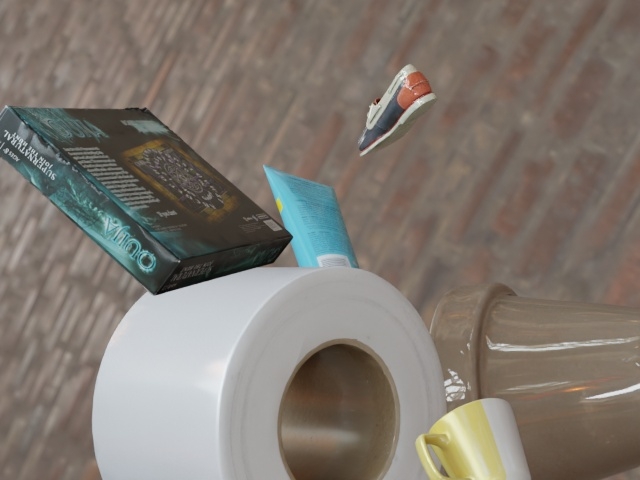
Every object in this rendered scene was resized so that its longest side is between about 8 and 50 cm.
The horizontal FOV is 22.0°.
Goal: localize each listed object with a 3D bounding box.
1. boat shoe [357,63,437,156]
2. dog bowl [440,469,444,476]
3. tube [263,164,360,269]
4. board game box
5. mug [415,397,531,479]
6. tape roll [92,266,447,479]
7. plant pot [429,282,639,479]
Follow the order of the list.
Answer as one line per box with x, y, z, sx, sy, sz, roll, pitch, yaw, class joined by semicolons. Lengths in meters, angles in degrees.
0.070;-0.127;1.647;0.049;0.043;0.137;-28;-9;-32;boat shoe
0.160;0.271;2.244;0.102;0.348;0.349;33;98;28;dog bowl
0.000;0.000;1.573;0.052;0.080;0.207;-52;34;27;tube
-0.096;-0.027;0.924;0.026;0.126;0.186;-52;-11;14;board game box
0.106;0.153;1.122;0.062;0.078;0.064;87;164;-56;mug
-0.039;0.142;1.335;0.169;0.246;0.246;-3;63;49;tape roll
0.265;0.163;1.760;0.229;0.263;0.263;-10;51;23;plant pot
